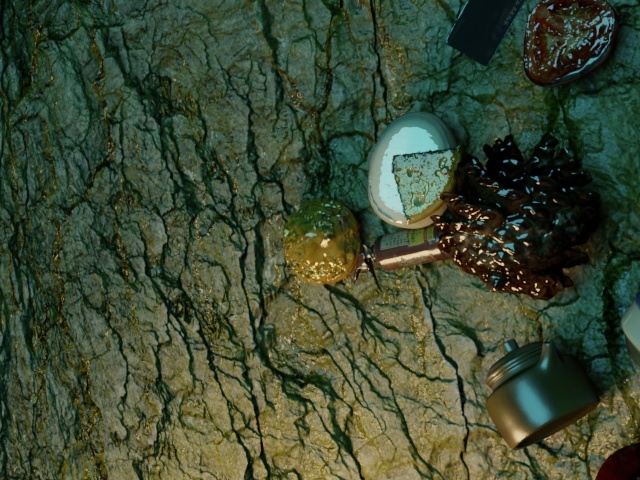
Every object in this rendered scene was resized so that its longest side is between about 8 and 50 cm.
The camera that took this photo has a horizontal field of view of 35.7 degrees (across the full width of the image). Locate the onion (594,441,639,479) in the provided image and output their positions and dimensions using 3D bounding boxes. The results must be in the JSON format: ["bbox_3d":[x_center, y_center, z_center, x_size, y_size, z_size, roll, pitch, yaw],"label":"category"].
[{"bbox_3d":[0.568,0.453,1.638,0.247,0.190,0.246,2,97,17],"label":"onion"}]

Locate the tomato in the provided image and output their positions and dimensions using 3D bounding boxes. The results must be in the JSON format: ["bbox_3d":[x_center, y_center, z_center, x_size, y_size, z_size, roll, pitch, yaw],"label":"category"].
[{"bbox_3d":[0.460,-0.357,1.794,0.174,0.082,0.166,-1,84,38],"label":"tomato"}]

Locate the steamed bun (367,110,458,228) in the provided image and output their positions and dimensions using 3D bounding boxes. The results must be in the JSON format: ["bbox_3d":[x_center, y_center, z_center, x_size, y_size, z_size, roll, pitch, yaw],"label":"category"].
[{"bbox_3d":[0.187,-0.136,1.938,0.177,0.131,0.228,8,93,22],"label":"steamed bun"}]

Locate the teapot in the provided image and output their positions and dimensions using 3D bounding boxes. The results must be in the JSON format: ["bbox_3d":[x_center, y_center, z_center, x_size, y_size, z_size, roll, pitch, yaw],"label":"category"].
[{"bbox_3d":[0.374,0.263,1.782,0.175,0.186,0.267,64,154,23],"label":"teapot"}]

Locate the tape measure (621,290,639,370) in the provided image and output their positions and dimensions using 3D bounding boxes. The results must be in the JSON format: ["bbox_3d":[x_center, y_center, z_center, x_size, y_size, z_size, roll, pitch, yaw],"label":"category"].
[{"bbox_3d":[0.618,0.161,1.583,0.259,0.262,0.138,38,119,29],"label":"tape measure"}]

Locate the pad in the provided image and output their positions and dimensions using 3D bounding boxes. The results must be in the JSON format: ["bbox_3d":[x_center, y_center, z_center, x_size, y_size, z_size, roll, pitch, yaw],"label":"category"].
[{"bbox_3d":[0.321,-0.431,1.935,0.112,0.003,0.157,37,108,28],"label":"pad"}]

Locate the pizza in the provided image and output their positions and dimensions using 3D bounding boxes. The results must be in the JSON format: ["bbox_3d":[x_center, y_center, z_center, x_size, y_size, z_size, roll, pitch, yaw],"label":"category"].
[{"bbox_3d":[0.188,-0.116,1.847,0.131,0.041,0.178,25,100,15],"label":"pizza"}]

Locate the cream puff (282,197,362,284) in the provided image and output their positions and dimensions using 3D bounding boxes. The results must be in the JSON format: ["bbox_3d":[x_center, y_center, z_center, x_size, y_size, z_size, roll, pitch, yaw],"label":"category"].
[{"bbox_3d":[0.000,0.000,2.061,0.189,0.129,0.188,2,93,33],"label":"cream puff"}]

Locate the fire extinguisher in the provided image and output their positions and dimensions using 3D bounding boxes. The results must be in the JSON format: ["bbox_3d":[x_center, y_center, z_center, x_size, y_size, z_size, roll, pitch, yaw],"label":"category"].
[{"bbox_3d":[0.160,0.035,1.984,0.252,0.075,0.106,-13,82,32],"label":"fire extinguisher"}]

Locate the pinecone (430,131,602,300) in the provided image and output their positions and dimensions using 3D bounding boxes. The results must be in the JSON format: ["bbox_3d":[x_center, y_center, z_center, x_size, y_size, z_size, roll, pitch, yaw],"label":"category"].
[{"bbox_3d":[0.347,-0.051,1.757,0.295,0.298,0.242,-58,21,9],"label":"pinecone"}]
